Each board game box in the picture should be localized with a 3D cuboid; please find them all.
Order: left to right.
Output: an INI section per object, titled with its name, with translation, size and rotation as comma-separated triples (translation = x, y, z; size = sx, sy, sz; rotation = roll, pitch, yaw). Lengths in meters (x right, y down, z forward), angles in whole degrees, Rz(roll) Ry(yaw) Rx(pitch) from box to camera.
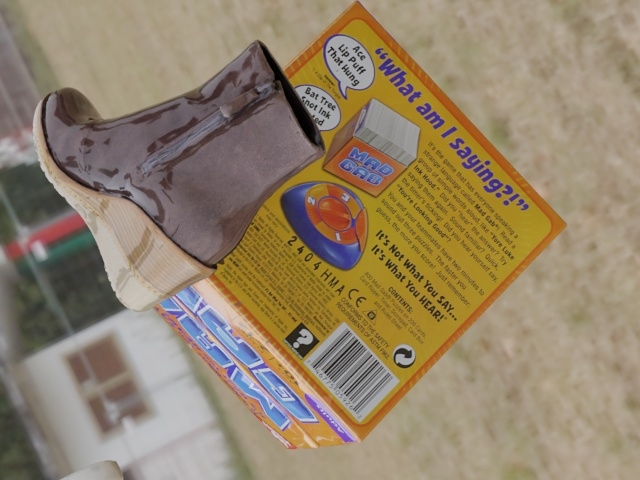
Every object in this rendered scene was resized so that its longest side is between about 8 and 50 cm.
[board game box]
translation = 0.000, 0.000, 1.775
size = 0.356, 0.356, 0.356
rotation = 47, 164, -3

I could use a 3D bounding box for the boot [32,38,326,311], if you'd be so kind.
[boot]
translation = -0.114, -0.085, 1.169
size = 0.090, 0.207, 0.248
rotation = 27, -155, -51

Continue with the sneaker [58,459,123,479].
[sneaker]
translation = -0.223, 0.307, 1.201
size = 0.151, 0.256, 0.094
rotation = 45, -179, 13
